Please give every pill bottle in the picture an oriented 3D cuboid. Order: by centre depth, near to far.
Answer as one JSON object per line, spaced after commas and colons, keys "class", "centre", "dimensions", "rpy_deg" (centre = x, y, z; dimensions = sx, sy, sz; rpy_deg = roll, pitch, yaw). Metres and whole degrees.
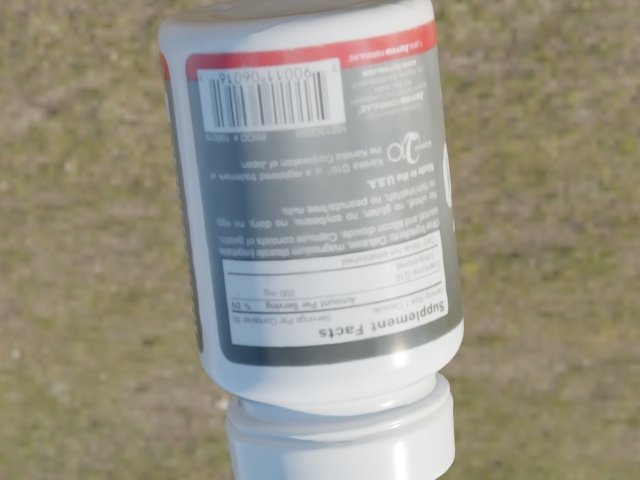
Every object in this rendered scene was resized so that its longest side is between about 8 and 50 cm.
{"class": "pill bottle", "centre": [0.000, 0.000, 1.132], "dimensions": [0.161, 0.283, 0.161], "rpy_deg": [-6, -167, 1]}
